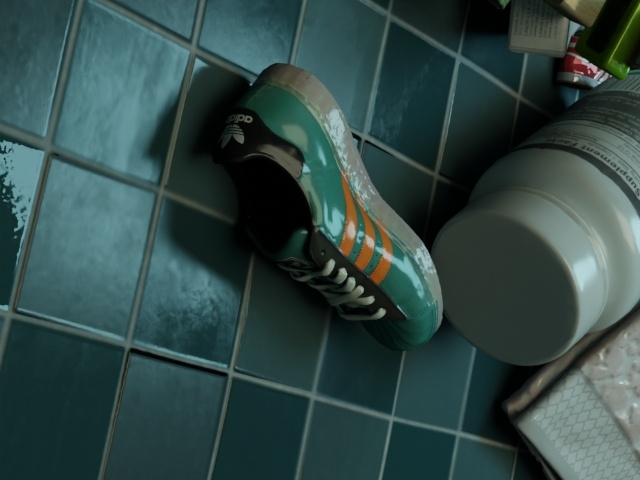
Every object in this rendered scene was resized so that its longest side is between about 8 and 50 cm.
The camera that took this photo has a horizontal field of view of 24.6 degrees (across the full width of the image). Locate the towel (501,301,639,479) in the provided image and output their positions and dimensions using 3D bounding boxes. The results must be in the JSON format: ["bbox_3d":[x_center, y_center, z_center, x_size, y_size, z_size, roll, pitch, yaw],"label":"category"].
[{"bbox_3d":[0.394,0.193,1.694,0.317,0.053,0.332,-38,130,-2],"label":"towel"}]

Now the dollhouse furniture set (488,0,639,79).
[{"bbox_3d":[0.248,-0.290,1.343,0.301,0.151,0.197,28,90,-36],"label":"dollhouse furniture set"}]

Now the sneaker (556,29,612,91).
[{"bbox_3d":[0.317,-0.206,1.701,0.118,0.042,0.067,6,91,-49],"label":"sneaker"}]

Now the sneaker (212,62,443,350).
[{"bbox_3d":[0.000,0.000,1.283,0.121,0.108,0.302,-52,122,-34],"label":"sneaker"}]

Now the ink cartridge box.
[{"bbox_3d":[0.256,-0.359,1.555,0.261,0.066,0.296,-48,145,-70],"label":"ink cartridge box"}]

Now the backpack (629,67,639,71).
[{"bbox_3d":[0.422,-0.213,1.784,0.114,0.105,0.084,-53,152,-22],"label":"backpack"}]

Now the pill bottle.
[{"bbox_3d":[0.280,-0.028,1.542,0.361,0.204,0.204,-36,120,-43],"label":"pill bottle"}]
